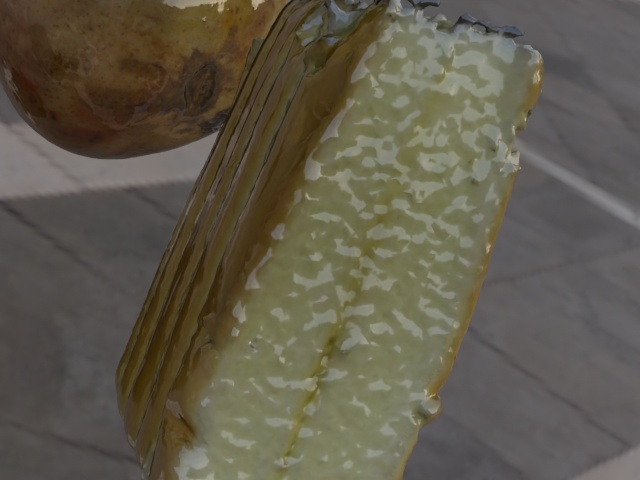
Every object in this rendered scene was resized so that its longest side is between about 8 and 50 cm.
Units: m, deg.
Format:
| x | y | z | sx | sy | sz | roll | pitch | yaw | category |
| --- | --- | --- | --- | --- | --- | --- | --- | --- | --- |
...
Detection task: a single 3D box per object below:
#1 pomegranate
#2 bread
| x | y | z | sx | sy | sz | roll | pitch | yaw | category |
| --- | --- | --- | --- | --- | --- | --- | --- | --- | --- |
| -0.187 | -0.233 | 1.640 | 0.322 | 0.322 | 0.322 | 23 | 20 | -9 | pomegranate |
| 0.000 | 0.000 | 0.738 | 0.111 | 0.246 | 0.239 | 21 | 3 | -13 | bread |
